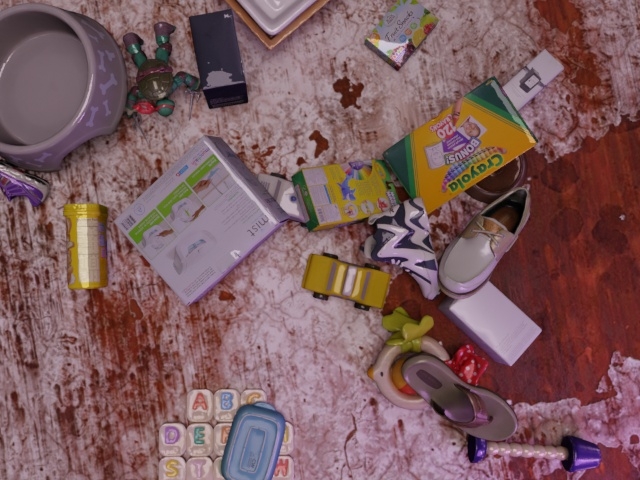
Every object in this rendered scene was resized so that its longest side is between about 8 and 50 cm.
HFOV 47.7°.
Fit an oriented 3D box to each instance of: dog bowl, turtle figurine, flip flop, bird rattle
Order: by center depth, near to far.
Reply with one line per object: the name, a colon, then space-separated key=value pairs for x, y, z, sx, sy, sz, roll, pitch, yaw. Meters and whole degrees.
flip flop: x=0.279 y=0.328 z=1.460 sx=0.277 sy=0.080 sz=0.112 roll=38 pitch=111 yaw=-14
dog bowl: x=-0.573 y=-0.316 z=1.466 sx=0.349 sy=0.102 sz=0.348 roll=-1 pitch=85 yaw=12
turtle figurine: x=-0.339 y=-0.335 z=1.526 sx=0.175 sy=0.118 sz=0.234 roll=-13 pitch=79 yaw=-10
bird rattle: x=0.217 y=0.266 z=1.543 sx=0.253 sy=0.143 sz=0.207 roll=41 pitch=96 yaw=-14

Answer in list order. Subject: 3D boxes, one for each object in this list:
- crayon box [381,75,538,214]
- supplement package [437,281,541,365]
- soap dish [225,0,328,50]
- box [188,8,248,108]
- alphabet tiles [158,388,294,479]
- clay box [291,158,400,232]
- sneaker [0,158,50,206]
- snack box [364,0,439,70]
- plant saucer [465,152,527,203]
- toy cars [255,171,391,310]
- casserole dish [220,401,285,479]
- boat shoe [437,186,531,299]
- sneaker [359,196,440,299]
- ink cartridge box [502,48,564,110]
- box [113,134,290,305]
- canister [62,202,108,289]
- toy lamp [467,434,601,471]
crayon box: x=0.292 y=-0.195 z=1.524 sx=0.278 sy=0.081 sz=0.165 roll=-34 pitch=90 yaw=19
supplement package: x=0.357 y=0.166 z=1.544 sx=0.179 sy=0.105 sz=0.105 roll=42 pitch=85 yaw=-1
soap dish: x=-0.076 y=-0.576 z=1.556 sx=0.291 sy=0.118 sz=0.229 roll=-42 pitch=90 yaw=-5
box: x=-0.210 y=-0.374 z=1.512 sx=0.093 sy=0.158 sz=0.155 roll=-11 pitch=86 yaw=-5
alphabet tiles: x=-0.197 y=0.454 z=1.526 sx=0.284 sy=0.021 sz=0.277 roll=1 pitch=86 yaw=-4
clay box: x=0.058 y=-0.098 z=1.526 sx=0.222 sy=0.053 sz=0.127 roll=-10 pitch=78 yaw=-34
sneaker: x=-0.655 y=-0.123 z=1.511 sx=0.170 sy=0.068 sz=0.071 roll=26 pitch=95 yaw=0
snack box: x=0.180 y=-0.463 z=1.607 sx=0.100 sy=0.037 sz=0.141 roll=39 pitch=84 yaw=1
plant saucer: x=0.382 y=-0.167 z=1.607 sx=0.169 sy=0.029 sz=0.168 roll=0 pitch=86 yaw=-3
toy cars: x=0.000 y=0.000 z=1.538 sx=0.176 sy=0.087 sz=0.393 roll=-34 pitch=89 yaw=-6
casserole dish: x=-0.140 y=0.431 z=1.503 sx=0.114 sy=0.037 sz=0.188 roll=16 pitch=86 yaw=-2
boat shoe: x=0.339 y=-0.006 z=1.494 sx=0.113 sy=0.103 sz=0.302 roll=32 pitch=54 yaw=16
sneaker: x=0.165 y=0.031 z=1.530 sx=0.153 sy=0.094 sz=0.235 roll=-12 pitch=123 yaw=8
ink cartridge box: x=0.442 y=-0.333 z=1.581 sx=0.150 sy=0.109 sz=0.063 roll=-42 pitch=86 yaw=-6
box: x=-0.237 y=-0.042 z=1.471 sx=0.262 sy=0.127 sz=0.231 roll=-42 pitch=90 yaw=11
canister: x=-0.478 y=0.013 z=1.483 sx=0.073 sy=0.126 sz=0.169 roll=-2 pitch=88 yaw=-5
toy lamp: x=0.457 y=0.449 z=1.548 sx=0.275 sy=0.080 sz=0.080 roll=7 pitch=86 yaw=-2
